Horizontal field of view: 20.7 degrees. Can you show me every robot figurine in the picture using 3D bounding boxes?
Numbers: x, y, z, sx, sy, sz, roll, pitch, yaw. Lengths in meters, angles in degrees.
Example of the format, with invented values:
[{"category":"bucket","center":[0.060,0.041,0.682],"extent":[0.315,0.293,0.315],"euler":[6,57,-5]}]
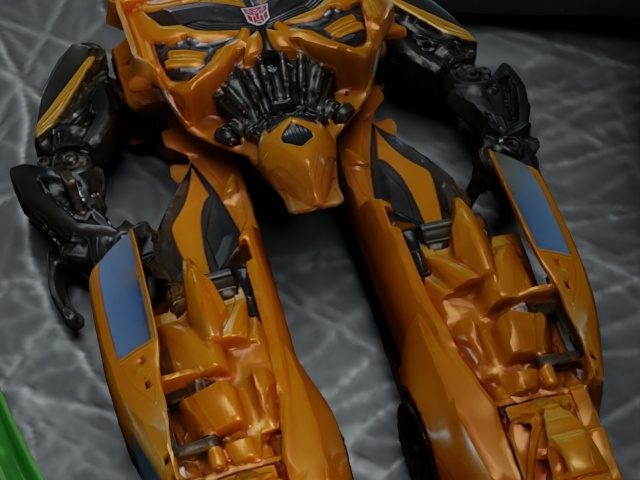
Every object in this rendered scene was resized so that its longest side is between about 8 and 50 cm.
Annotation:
[{"category":"robot figurine","center":[0.000,0.000,0.652],"extent":[0.211,0.085,0.291],"euler":[-13,56,-10]}]

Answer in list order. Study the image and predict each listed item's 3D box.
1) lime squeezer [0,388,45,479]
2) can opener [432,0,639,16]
[{"category":"lime squeezer","center":[-0.071,0.109,0.550],"extent":[0.059,0.110,0.310],"euler":[-26,22,-22]},{"category":"can opener","center":[0.037,-0.149,0.754],"extent":[0.283,0.095,0.076],"euler":[2,55,6]}]
